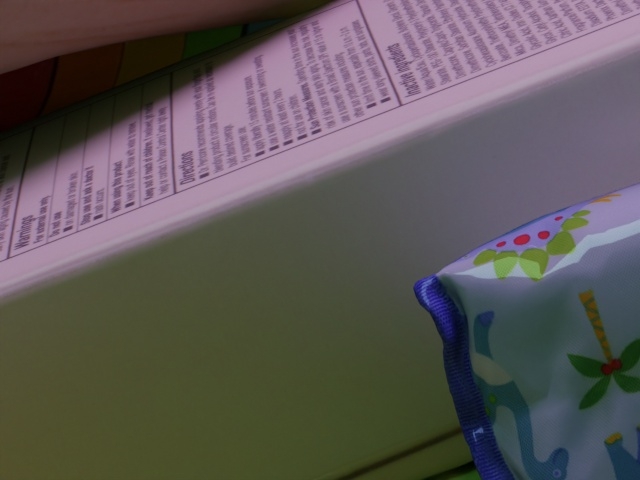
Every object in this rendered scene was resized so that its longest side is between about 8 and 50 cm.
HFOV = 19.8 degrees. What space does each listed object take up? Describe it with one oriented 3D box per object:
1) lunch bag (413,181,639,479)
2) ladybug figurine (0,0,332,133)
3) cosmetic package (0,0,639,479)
[{"bbox_3d":[0.105,0.031,0.449,0.129,0.096,0.151,-18,-6,12],"label":"lunch bag"},{"bbox_3d":[-0.101,-0.119,0.727,0.449,0.161,0.305,-13,-12,-43],"label":"ladybug figurine"},{"bbox_3d":[0.000,0.000,0.592,0.310,0.113,0.160,-22,22,5],"label":"cosmetic package"}]
